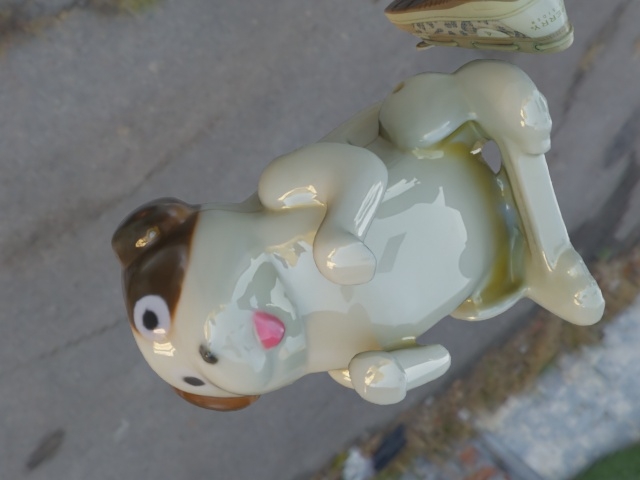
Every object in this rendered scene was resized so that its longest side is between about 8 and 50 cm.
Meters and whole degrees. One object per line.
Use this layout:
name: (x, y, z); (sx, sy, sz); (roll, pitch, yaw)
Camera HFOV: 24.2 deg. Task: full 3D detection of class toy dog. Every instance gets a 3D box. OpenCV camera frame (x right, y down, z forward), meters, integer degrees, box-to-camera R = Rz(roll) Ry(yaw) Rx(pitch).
toy dog: (0.000, 0.000, 1.452); (0.408, 0.395, 0.284); (-27, 125, -15)

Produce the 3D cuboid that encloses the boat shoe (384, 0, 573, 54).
boat shoe: (0.156, -0.230, 1.535); (0.104, 0.285, 0.089); (-39, 110, -11)
